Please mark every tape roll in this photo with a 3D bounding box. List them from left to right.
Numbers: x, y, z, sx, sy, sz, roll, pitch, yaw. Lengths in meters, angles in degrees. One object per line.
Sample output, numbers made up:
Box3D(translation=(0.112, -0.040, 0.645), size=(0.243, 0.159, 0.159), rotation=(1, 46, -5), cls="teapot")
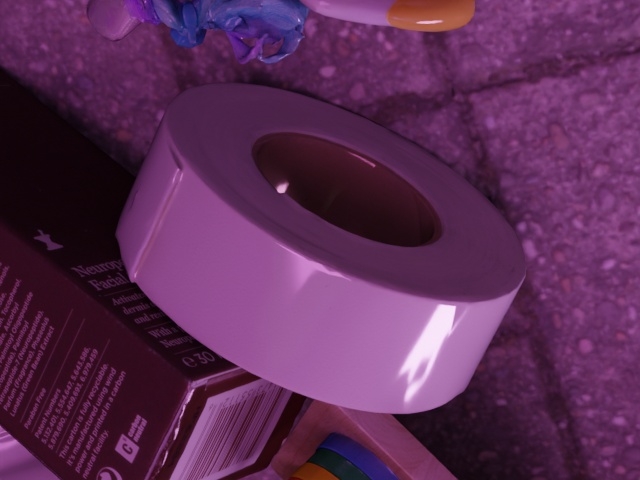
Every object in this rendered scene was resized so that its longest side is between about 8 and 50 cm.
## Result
Box3D(translation=(0.000, 0.000, 1.355), size=(0.286, 0.286, 0.100), rotation=(27, 115, 1), cls="tape roll")

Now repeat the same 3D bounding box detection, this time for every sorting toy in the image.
Box3D(translation=(0.055, 0.245, 1.403), size=(0.255, 0.257, 0.089), rotation=(44, 70, 6), cls="sorting toy")

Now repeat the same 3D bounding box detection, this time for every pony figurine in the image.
Box3D(translation=(-0.051, -0.247, 1.270), size=(0.363, 0.351, 0.303), rotation=(3, 117, -9), cls="pony figurine")

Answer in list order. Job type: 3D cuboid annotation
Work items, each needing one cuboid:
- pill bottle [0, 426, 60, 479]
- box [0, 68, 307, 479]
Box3D(translation=(-0.201, 0.273, 1.533), size=(0.188, 0.188, 0.334), rotation=(-19, 88, 18), cls="pill bottle")
Box3D(translation=(-0.198, 0.027, 1.390), size=(0.381, 0.191, 0.143), rotation=(36, 115, 22), cls="box")
